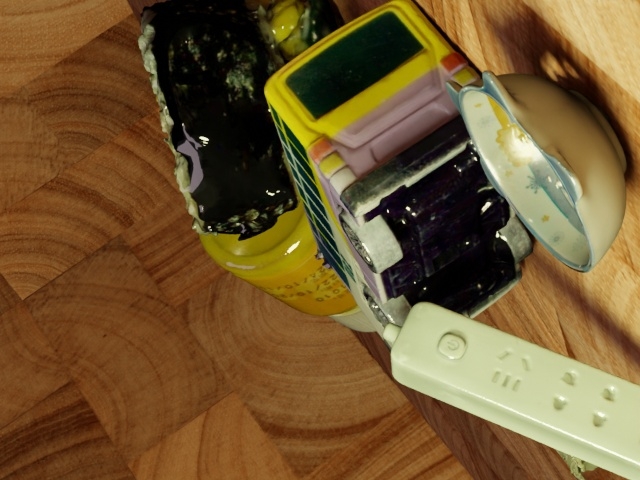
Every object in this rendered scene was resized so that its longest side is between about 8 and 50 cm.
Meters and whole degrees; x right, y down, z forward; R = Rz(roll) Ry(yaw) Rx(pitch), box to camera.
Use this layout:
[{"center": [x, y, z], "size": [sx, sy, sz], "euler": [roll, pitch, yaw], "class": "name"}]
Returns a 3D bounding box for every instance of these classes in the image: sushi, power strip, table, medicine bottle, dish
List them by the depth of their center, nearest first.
[{"center": [0.212, -0.087, 1.419], "size": [0.228, 0.086, 0.236], "euler": [61, 171, -30], "class": "dish"}, {"center": [0.242, 0.167, 1.715], "size": [0.385, 0.091, 0.062], "euler": [22, 158, 17], "class": "power strip"}, {"center": [-0.073, -0.188, 2.053], "size": [0.328, 0.285, 0.328], "euler": [87, 168, -79], "class": "sushi"}, {"center": [0.366, 0.288, 2.218], "size": [0.083, 0.062, 0.079], "euler": [51, 173, 24], "class": "table"}, {"center": [0.000, 0.000, 2.371], "size": [0.224, 0.224, 0.384], "euler": [50, -171, 34], "class": "medicine bottle"}]

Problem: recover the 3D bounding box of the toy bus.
[{"center": [0.093, -0.057, 1.832], "size": [0.249, 0.209, 0.440], "euler": [52, 172, 26], "class": "toy bus"}]
